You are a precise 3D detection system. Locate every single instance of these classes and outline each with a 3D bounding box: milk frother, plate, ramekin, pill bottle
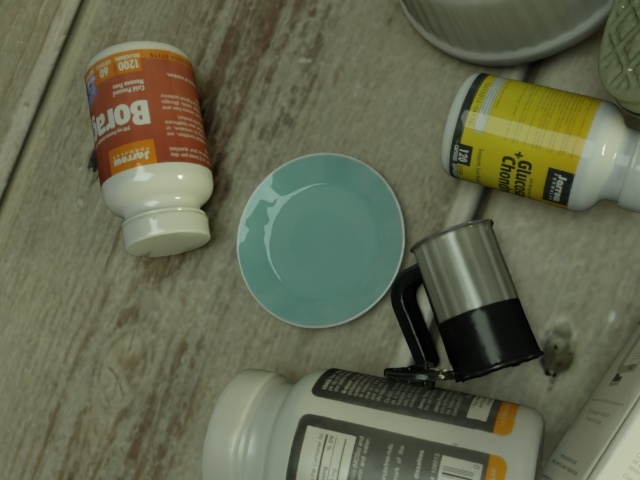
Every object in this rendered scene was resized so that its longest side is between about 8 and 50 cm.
[{"bbox_3d":[0.114,0.061,0.661,0.129,0.143,0.134,-23,74,19],"label":"milk frother"},{"bbox_3d":[0.000,0.000,0.773,0.188,0.024,0.188,-4,79,18],"label":"plate"},{"bbox_3d":[0.174,-0.313,0.688,0.273,0.127,0.272,-5,80,30],"label":"ramekin"},{"bbox_3d":[0.048,0.203,0.649,0.278,0.162,0.162,7,83,21],"label":"pill bottle"},{"bbox_3d":[0.212,-0.086,0.672,0.184,0.103,0.103,19,87,21],"label":"pill bottle"},{"bbox_3d":[-0.184,-0.097,0.801,0.121,0.121,0.216,-17,76,16],"label":"pill bottle"}]

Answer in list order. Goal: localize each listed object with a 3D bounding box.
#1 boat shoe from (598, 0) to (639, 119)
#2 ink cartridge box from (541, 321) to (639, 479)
[{"bbox_3d":[0.380,-0.316,0.565,0.156,0.187,0.500,17,95,-19],"label":"boat shoe"},{"bbox_3d":[0.339,0.128,0.548,0.207,0.117,0.283,35,85,8],"label":"ink cartridge box"}]
